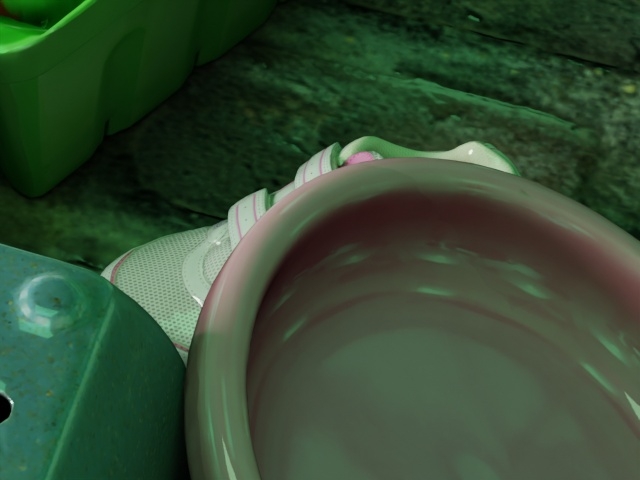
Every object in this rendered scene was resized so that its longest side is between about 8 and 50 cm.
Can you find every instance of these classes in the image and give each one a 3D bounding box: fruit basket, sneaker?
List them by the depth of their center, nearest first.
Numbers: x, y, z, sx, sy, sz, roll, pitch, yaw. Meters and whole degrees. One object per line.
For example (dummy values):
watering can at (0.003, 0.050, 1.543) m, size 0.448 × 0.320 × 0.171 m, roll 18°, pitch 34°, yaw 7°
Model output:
sneaker at (0.000, 0.000, 0.940) m, size 0.252 × 0.111 × 0.103 m, roll -15°, pitch 51°, yaw -13°
fruit basket at (-0.119, -0.250, 0.991) m, size 0.283 × 0.392 × 0.392 m, roll 32°, pitch 56°, yaw 24°

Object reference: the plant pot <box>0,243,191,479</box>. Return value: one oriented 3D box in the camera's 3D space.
plant pot at (-0.180, 0.119, 0.714) m, size 0.247 × 0.252 × 0.247 m, roll 17°, pitch 49°, yaw -1°

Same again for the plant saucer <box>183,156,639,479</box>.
plant saucer at (0.083, 0.117, 0.793) m, size 0.332 × 0.084 × 0.332 m, roll 19°, pitch 46°, yaw -22°
